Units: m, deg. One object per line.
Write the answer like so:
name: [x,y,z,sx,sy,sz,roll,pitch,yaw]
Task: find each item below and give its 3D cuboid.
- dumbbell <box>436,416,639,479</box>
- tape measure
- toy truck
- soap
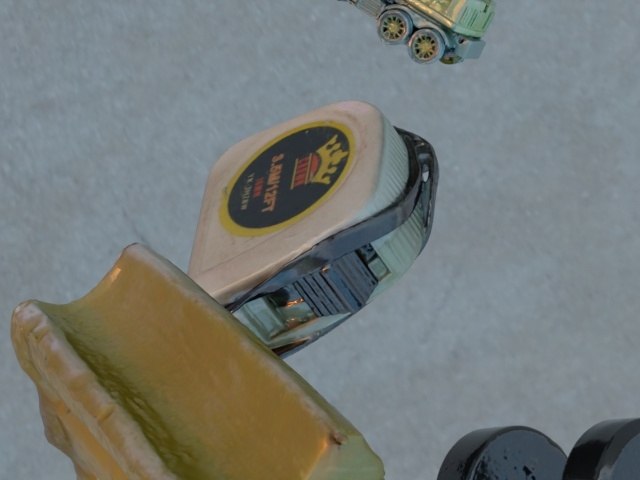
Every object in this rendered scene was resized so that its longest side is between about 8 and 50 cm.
dumbbell: [0.224,0.237,1.418,0.152,0.152,0.218,19,160,-34]
tape measure: [0.000,0.000,1.496,0.231,0.271,0.133,-19,125,24]
toy truck: [0.081,-0.248,1.492,0.116,0.191,0.085,-61,160,16]
soap: [-0.069,0.195,1.130,0.156,0.335,0.293,-33,124,-16]
